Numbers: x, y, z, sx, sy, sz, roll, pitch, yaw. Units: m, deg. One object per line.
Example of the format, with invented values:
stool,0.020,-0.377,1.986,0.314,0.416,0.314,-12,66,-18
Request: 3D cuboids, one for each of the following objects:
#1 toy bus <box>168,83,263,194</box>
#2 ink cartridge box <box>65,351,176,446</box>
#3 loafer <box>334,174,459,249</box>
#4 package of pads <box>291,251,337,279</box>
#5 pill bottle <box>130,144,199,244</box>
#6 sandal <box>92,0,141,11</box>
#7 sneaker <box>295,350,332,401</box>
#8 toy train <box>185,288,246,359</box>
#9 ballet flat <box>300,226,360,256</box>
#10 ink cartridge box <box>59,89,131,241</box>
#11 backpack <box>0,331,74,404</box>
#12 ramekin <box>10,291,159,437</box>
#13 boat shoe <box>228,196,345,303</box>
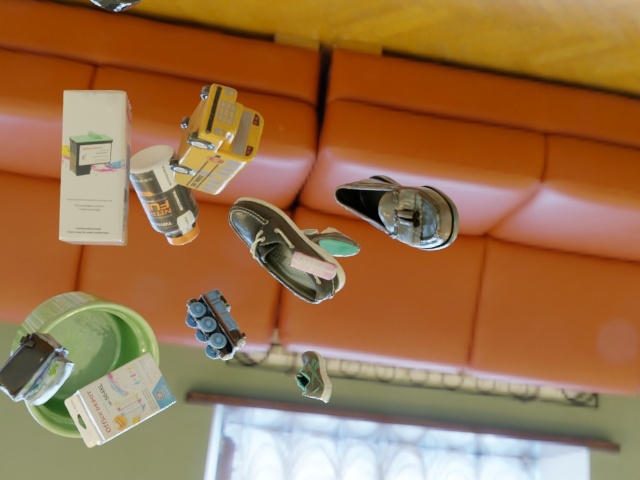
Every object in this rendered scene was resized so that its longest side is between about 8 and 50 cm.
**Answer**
toy bus,-0.202,-0.185,1.773,0.130,0.108,0.332,18,164,-16
ink cartridge box,-0.316,0.253,1.458,0.143,0.092,0.090,-28,176,-25
loafer,0.107,-0.042,1.395,0.084,0.096,0.267,-2,-167,-24
package of pads,-0.012,0.047,1.732,0.083,0.032,0.050,19,180,8
pill bottle,-0.388,-0.108,2.357,0.130,0.130,0.246,-3,126,24
sandal,-0.370,-0.513,1.241,0.446,0.168,0.107,45,143,-21
sneaker,-0.027,0.325,2.277,0.076,0.166,0.065,9,117,-23
toy train,-0.259,0.211,2.318,0.105,0.184,0.080,-23,155,-32
ballet flat,0.000,0.000,2.263,0.203,0.074,0.074,-4,159,17
ink cartridge box,-0.427,-0.133,1.779,0.117,0.278,0.201,2,177,-9
backpack,-0.432,0.198,1.425,0.084,0.105,0.114,38,177,0
ramekin,-0.519,0.258,2.020,0.303,0.304,0.148,21,-178,-38
boat shoe,-0.087,0.017,1.930,0.302,0.091,0.114,33,130,21
